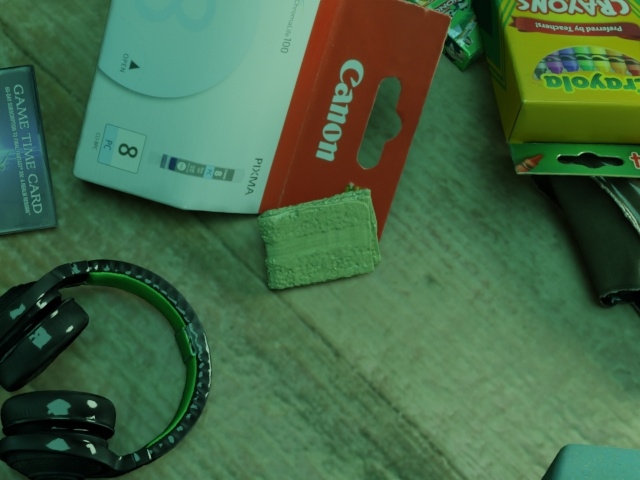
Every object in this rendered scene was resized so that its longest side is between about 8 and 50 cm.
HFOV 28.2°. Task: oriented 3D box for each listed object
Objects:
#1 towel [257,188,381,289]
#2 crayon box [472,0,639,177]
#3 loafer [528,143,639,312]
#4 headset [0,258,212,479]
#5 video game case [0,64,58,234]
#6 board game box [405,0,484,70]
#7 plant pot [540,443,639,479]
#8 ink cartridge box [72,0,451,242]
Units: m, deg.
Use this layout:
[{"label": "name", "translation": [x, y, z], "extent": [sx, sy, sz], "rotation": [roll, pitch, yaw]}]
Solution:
[{"label": "towel", "translation": [0.000, 0.000, 1.552], "extent": [0.148, 0.027, 0.110], "rotation": [-13, 112, -13]}, {"label": "crayon box", "translation": [0.316, -0.218, 1.577], "extent": [0.202, 0.081, 0.318], "rotation": [0, 51, -9]}, {"label": "loafer", "translation": [0.386, 0.014, 1.576], "extent": [0.130, 0.134, 0.366], "rotation": [-41, 81, -20]}, {"label": "headset", "translation": [-0.321, 0.167, 1.436], "extent": [0.394, 0.185, 0.243], "rotation": [-13, 76, -29]}, {"label": "video game case", "translation": [-0.459, -0.092, 1.492], "extent": [0.274, 0.026, 0.196], "rotation": [-9, 104, -13]}, {"label": "board game box", "translation": [0.232, -0.404, 1.750], "extent": [0.317, 0.046, 0.213], "rotation": [-41, 82, -20]}, {"label": "plant pot", "translation": [0.326, 0.366, 1.390], "extent": [0.247, 0.247, 0.252], "rotation": [6, 53, -7]}, {"label": "ink cartridge box", "translation": [-0.072, -0.172, 1.506], "extent": [0.385, 0.091, 0.308], "rotation": [17, 109, -2]}]
